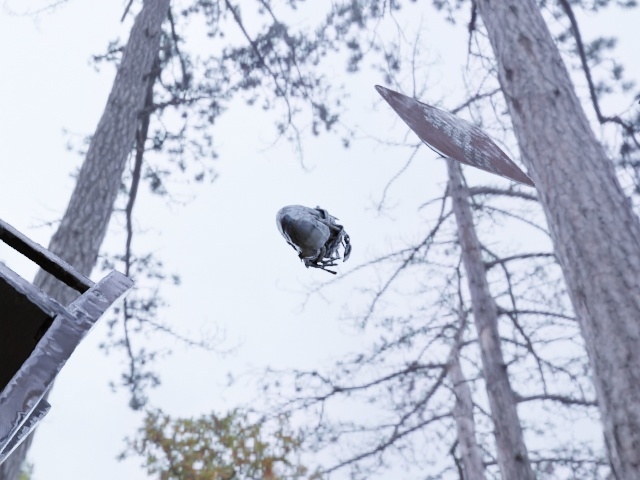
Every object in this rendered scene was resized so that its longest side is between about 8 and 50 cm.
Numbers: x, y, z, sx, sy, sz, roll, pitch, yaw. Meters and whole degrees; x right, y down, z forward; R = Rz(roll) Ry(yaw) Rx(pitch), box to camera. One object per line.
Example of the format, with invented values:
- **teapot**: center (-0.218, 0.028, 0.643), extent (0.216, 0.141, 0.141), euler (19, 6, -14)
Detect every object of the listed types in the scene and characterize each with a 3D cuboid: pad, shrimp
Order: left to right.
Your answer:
- **shrimp**: center (0.000, 0.000, 0.774), extent (0.057, 0.065, 0.165), euler (-54, -28, 4)
- **pad**: center (0.201, -0.151, 1.161), extent (0.267, 0.181, 0.004), euler (10, -55, -43)

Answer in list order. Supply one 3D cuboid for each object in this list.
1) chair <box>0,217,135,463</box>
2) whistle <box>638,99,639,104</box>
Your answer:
- **chair**: center (-0.319, 0.079, 0.588), extent (0.240, 0.416, 0.203), euler (37, -86, -7)
- **whistle**: center (0.299, -0.045, 0.591), extent (0.062, 0.062, 0.304), euler (-28, -31, 22)
